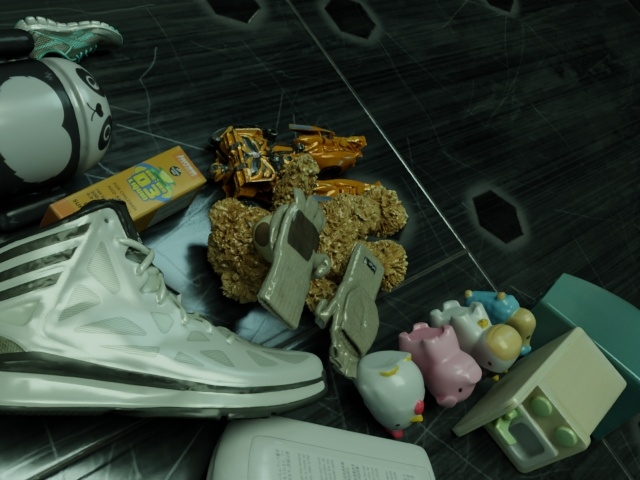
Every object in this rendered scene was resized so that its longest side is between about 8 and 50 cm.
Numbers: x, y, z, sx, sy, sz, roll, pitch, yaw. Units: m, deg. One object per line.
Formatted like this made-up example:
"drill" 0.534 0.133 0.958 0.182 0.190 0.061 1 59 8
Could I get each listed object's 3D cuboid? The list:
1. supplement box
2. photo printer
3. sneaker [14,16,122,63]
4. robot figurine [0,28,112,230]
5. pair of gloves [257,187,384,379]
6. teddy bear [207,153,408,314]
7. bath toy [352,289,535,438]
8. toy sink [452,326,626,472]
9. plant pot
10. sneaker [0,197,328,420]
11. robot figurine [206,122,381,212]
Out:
"supplement box" -0.276 -0.052 1.066 0.078 0.080 0.233 50 46 4
"photo printer" 0.007 0.347 0.914 0.307 0.107 0.256 17 35 -22
"sneaker" -0.395 -0.305 1.189 0.166 0.065 0.076 -7 80 -31
"robot figurine" -0.409 -0.144 0.978 0.278 0.209 0.173 -25 63 -42
"pair of gloves" 0.002 0.060 1.041 0.240 0.042 0.204 42 45 -37
"teddy bear" 0.000 0.000 1.145 0.337 0.113 0.245 17 87 -29
"bath toy" 0.198 0.193 1.164 0.348 0.151 0.129 -23 108 -39
"toy sink" 0.349 0.267 1.181 0.234 0.153 0.131 -30 78 -42
"plant pot" 0.469 0.184 1.310 0.234 0.165 0.165 43 47 12
"sneaker" -0.189 0.081 0.915 0.447 0.169 0.258 7 81 -25
"robot figurine" -0.046 -0.117 1.246 0.290 0.085 0.211 0 59 -32
